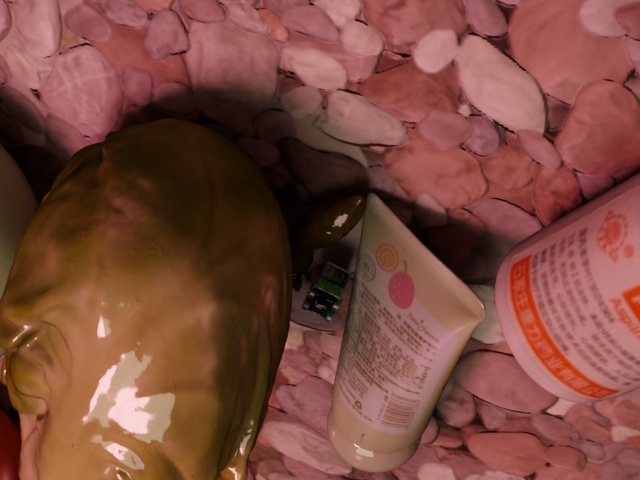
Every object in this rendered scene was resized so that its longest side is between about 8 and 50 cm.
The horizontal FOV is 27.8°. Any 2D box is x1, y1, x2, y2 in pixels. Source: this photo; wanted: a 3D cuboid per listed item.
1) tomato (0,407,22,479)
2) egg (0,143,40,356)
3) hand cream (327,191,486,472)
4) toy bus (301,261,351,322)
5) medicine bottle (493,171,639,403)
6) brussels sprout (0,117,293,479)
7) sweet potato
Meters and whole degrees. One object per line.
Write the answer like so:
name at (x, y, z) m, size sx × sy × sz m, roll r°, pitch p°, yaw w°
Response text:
tomato at (-0.509, 0.296, 1.562) m, size 0.341 × 0.273 × 0.341 m, roll 16°, pitch 158°, yaw 7°
egg at (-0.361, -0.005, 1.154) m, size 0.220 × 0.220 × 0.269 m, roll -18°, pitch 124°, yaw 41°
hand cream at (0.065, 0.100, 1.151) m, size 0.147 × 0.093 × 0.306 m, roll 47°, pitch 150°, yaw 26°
toy bus at (0.006, 0.046, 1.144) m, size 0.031 × 0.037 × 0.083 m, roll 28°, pitch 162°, yaw 1°
medicine bottle at (0.252, 0.016, 0.913) m, size 0.144 × 0.144 × 0.252 m, roll 37°, pitch 138°, yaw -15°
brussels sprout at (-0.142, 0.057, 1.060) m, size 0.247 × 0.328 × 0.328 m, roll 18°, pitch 142°, yaw 4°
sweet potato at (-0.003, -0.005, 1.110) m, size 0.041 × 0.038 × 0.153 m, roll 62°, pitch 145°, yaw 16°
